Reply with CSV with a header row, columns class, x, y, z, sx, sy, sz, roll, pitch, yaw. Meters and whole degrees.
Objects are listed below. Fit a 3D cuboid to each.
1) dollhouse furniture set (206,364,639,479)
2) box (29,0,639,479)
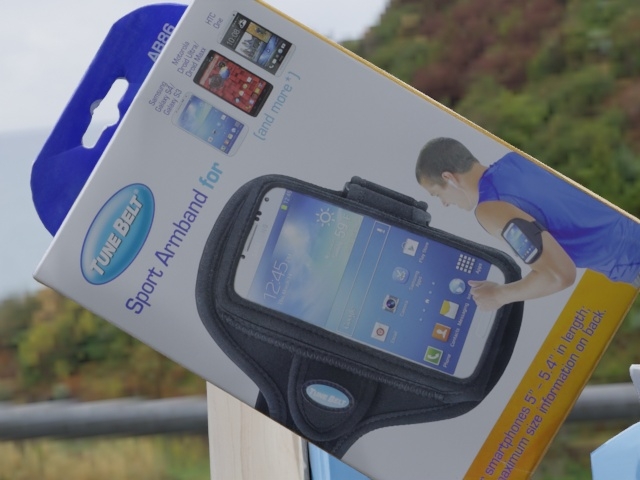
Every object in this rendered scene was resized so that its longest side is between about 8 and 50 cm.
class,x,y,z,sx,sy,sz,roll,pitch,yaw
dollhouse furniture set,0.141,0.070,0.673,0.303,0.198,0.286,-15,-30,19
box,0.000,0.000,0.419,0.136,0.081,0.028,30,2,1
